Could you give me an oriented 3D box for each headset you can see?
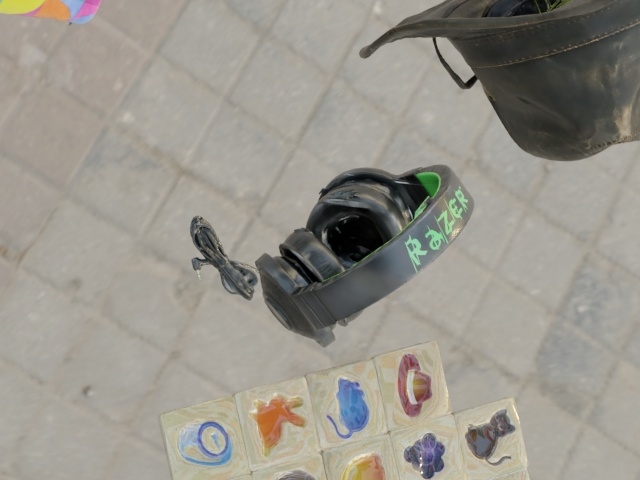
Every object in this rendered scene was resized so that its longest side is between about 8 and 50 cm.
[{"bbox_3d":[0.000,0.000,1.714,0.185,0.394,0.243,53,52,-13],"label":"headset"}]

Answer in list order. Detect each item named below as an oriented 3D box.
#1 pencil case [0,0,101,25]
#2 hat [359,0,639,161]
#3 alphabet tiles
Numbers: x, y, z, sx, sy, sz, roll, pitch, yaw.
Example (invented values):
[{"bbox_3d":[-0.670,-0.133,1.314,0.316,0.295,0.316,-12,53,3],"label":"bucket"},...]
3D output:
[{"bbox_3d":[-0.314,-0.264,1.375,0.236,0.104,0.104,4,78,-39],"label":"pencil case"},{"bbox_3d":[0.183,-0.131,1.039,0.331,0.331,0.134,-21,101,-22],"label":"hat"},{"bbox_3d":[0.017,0.236,1.053,0.343,0.011,0.285,-12,89,-27],"label":"alphabet tiles"}]
